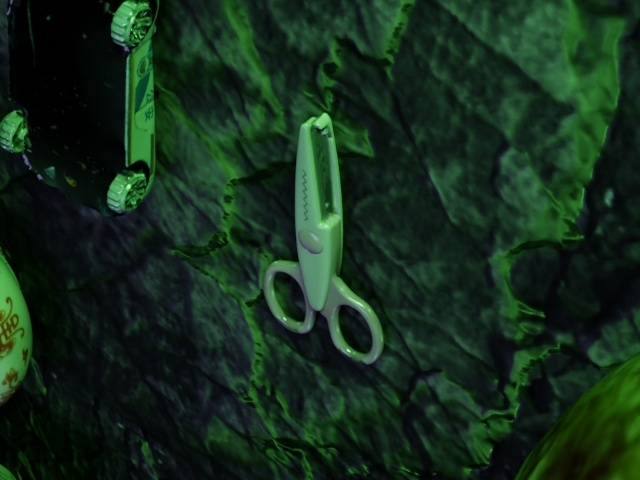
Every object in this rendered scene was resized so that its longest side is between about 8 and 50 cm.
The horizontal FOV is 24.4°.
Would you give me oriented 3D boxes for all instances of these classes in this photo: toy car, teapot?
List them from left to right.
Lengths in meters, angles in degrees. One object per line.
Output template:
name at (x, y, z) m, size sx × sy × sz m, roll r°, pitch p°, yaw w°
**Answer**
teapot at (-0.275, 0.060, 1.053) m, size 0.159 × 0.116 × 0.246 m, roll 23°, pitch 136°, yaw 7°
toy car at (-0.131, -0.099, 0.823) m, size 0.095 × 0.056 × 0.205 m, roll 28°, pitch 135°, yaw 20°

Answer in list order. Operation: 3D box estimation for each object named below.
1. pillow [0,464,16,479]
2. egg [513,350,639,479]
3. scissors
pillow at (-0.356, 0.219, 1.151) m, size 0.309 × 0.138 × 0.283 m, roll 13°, pitch 160°, yaw -5°
egg at (0.192, 0.151, 0.623) m, size 0.238 × 0.238 × 0.289 m, roll 33°, pitch 128°, yaw 13°
scissors at (0.000, 0.000, 0.824) m, size 0.085 × 0.022 × 0.176 m, roll 27°, pitch 142°, yaw 25°
